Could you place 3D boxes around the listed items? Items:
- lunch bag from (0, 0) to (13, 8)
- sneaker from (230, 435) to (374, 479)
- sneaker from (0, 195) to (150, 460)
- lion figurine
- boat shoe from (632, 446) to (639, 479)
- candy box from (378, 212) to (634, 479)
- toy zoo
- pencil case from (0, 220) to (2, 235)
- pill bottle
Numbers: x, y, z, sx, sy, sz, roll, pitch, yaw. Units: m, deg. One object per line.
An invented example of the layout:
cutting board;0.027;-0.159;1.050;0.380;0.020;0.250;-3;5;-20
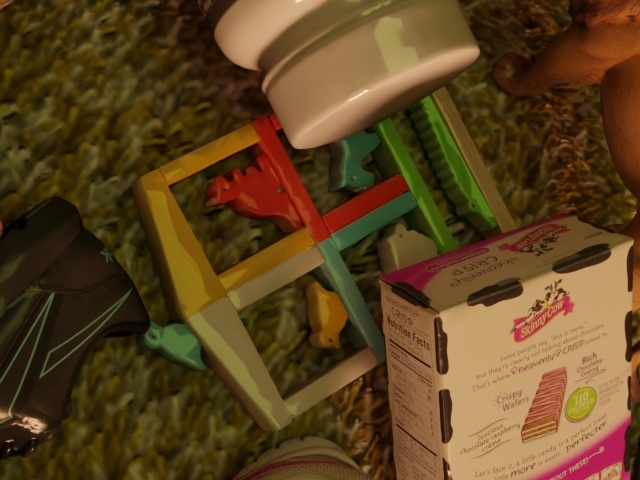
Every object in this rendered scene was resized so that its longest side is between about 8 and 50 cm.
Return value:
lunch bag;-0.310;-0.211;0.581;0.223;0.160;0.262;-41;82;-21
sneaker;-0.061;0.197;0.643;0.252;0.111;0.103;-30;94;-26
sneaker;-0.205;0.096;0.603;0.106;0.101;0.267;47;68;-17
lion figurine;0.242;-0.077;0.760;0.142;0.240;0.392;-15;88;-26
boat shoe;0.257;0.200;0.825;0.038;0.046;0.125;33;66;-16
candy box;0.129;0.116;0.718;0.159;0.071;0.234;-17;115;-26
toy zoo;0.000;0.000;0.751;0.293;0.030;0.192;-29;93;-26
pencil case;-0.299;0.046;0.534;0.284;0.124;0.124;-44;100;-16
pill bottle;-0.022;-0.213;0.693;0.161;0.161;0.283;-24;86;-26
